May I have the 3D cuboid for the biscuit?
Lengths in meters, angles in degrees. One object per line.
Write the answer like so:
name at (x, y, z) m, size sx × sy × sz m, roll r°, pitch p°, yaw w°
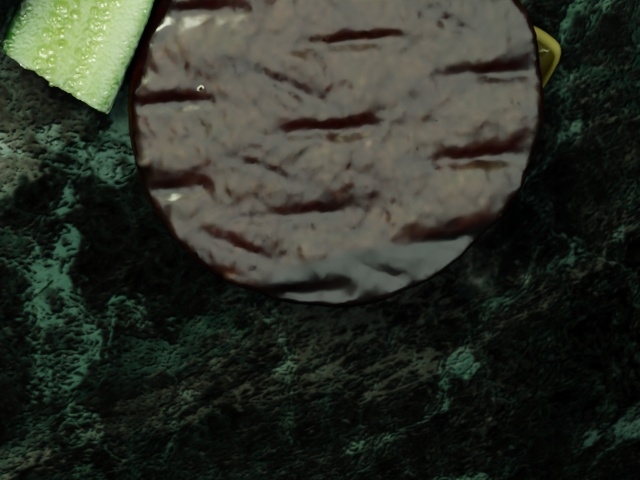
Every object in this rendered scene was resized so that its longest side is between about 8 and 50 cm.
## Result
biscuit at (0.014, -0.132, 1.206) m, size 0.407 × 0.091 × 0.407 m, roll -3°, pitch 111°, yaw -8°

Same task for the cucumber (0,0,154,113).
cucumber at (-0.195, -0.250, 1.108) m, size 0.115 × 0.063 × 0.244 m, roll 23°, pitch 109°, yaw -19°

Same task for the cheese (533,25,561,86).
cheese at (0.174, -0.202, 1.281) m, size 0.162 × 0.036 × 0.086 m, roll 24°, pitch 106°, yaw -29°
